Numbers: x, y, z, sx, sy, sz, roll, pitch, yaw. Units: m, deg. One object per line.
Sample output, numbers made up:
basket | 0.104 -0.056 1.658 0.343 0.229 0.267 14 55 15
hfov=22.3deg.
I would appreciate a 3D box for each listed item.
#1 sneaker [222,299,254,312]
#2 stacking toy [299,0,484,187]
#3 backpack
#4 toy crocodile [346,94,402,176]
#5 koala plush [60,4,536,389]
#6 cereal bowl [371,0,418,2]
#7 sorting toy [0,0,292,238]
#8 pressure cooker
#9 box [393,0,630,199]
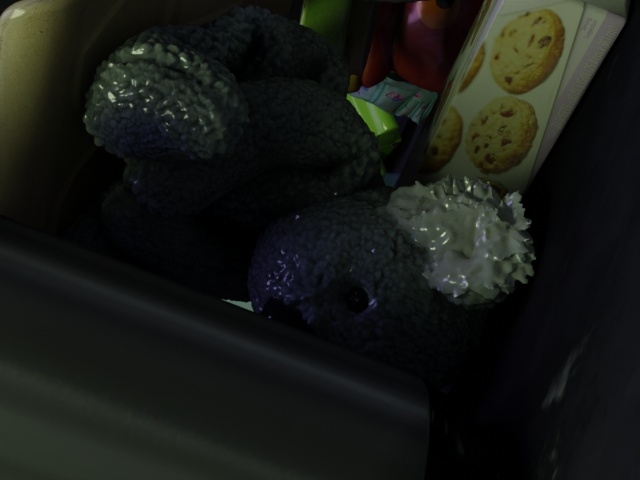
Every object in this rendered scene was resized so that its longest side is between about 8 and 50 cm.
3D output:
sneaker | -0.038 0.049 1.581 0.094 0.151 0.256 -71 5 -53
stacking toy | 0.050 -0.072 1.137 0.279 0.130 0.309 46 -126 -85
backpack | 0.076 -0.177 1.469 0.152 0.115 0.182 -58 0 -16
toy crocodile | 0.031 -0.093 1.852 0.115 0.105 0.340 66 160 15
koala plush | 0.000 0.000 0.860 0.203 0.221 0.196 -34 -27 -49
cereal bowl | 0.088 -0.290 0.900 0.339 0.141 0.339 -169 90 -86
sorting toy | -0.087 -0.125 0.843 0.229 0.041 0.307 -40 -22 -41
pressure cooker | -0.174 0.172 0.706 0.375 0.420 0.370 117 174 -54
box | 0.083 -0.038 0.928 0.324 0.067 0.063 116 175 -45
